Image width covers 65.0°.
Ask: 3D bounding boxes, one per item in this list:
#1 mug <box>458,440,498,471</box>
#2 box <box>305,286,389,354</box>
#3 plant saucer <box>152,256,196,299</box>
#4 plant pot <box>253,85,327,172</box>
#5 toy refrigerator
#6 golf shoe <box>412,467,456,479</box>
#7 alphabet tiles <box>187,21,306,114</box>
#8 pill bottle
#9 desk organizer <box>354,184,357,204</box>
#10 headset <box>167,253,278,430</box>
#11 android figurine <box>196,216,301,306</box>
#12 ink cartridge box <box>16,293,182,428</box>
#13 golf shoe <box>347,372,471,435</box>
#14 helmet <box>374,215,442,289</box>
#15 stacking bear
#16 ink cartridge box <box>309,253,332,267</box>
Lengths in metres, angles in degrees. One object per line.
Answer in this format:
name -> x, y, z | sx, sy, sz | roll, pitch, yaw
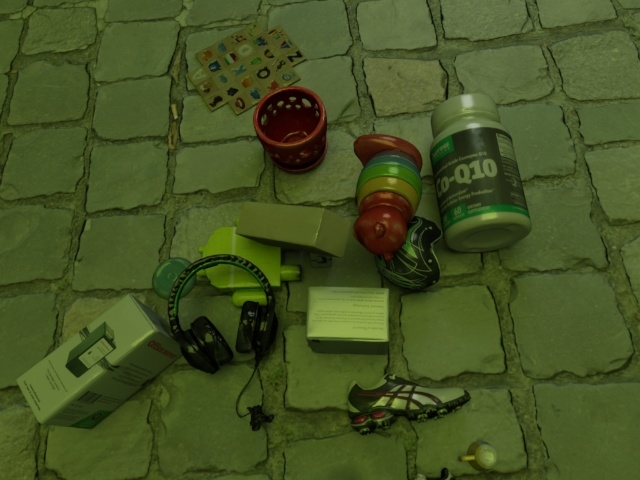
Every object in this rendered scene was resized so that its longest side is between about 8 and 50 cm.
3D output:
mug -> 0.344, 0.465, 1.071 | 0.078, 0.064, 0.062 | -37, 70, -10
box -> 0.064, 0.187, 1.147 | 0.182, 0.181, 0.119 | 1, 68, 5
plant saucer -> -0.385, 0.096, 1.311 | 0.119, 0.021, 0.119 | -2, 68, 4
plant pot -> -0.074, -0.289, 1.360 | 0.191, 0.174, 0.191 | -1, 67, 4
toy refrigerator -> -0.067, -0.032, 1.160 | 0.270, 0.102, 0.094 | 8, 79, 44
golf shoe -> 0.202, 0.537, 1.047 | 0.186, 0.067, 0.086 | -9, 59, -18
alphabet tiles -> -0.230, -0.542, 1.568 | 0.343, 0.011, 0.285 | -32, 69, -8
pill bottle -> 0.385, -0.169, 1.255 | 0.204, 0.204, 0.361 | -5, 67, 3
desk organizer -> 0.158, -0.117, 1.336 | 0.130, 0.050, 0.047 | 8, 69, 8
headset -> -0.202, 0.224, 1.143 | 0.243, 0.185, 0.394 | -17, 88, -10
android figurine -> -0.184, 0.049, 1.294 | 0.273, 0.056, 0.248 | -4, 68, 2
ink cartridge box -> -0.478, 0.280, 1.142 | 0.289, 0.211, 0.121 | -39, 68, -12
golf shoe -> 0.192, 0.346, 1.116 | 0.273, 0.105, 0.120 | -10, 60, 0
helmet -> 0.213, 0.037, 1.208 | 0.169, 0.169, 0.161 | 19, 54, 12
stacking bear -> 0.147, -0.089, 1.147 | 0.164, 0.175, 0.289 | -1, 47, 16
ink cartridge box -> 0.000, 0.000, 1.256 | 0.056, 0.135, 0.099 | -3, 68, 1
